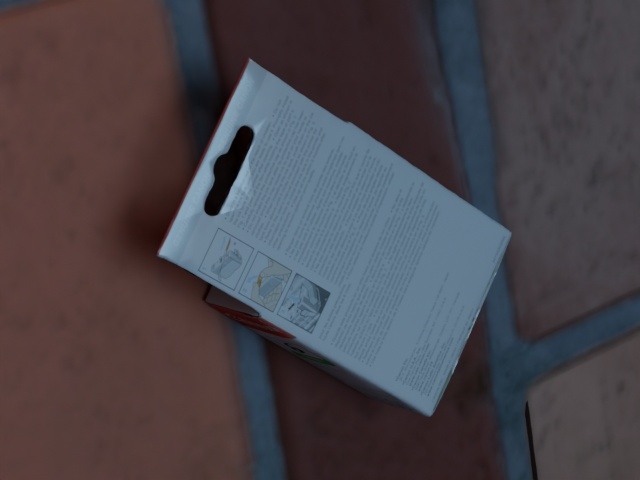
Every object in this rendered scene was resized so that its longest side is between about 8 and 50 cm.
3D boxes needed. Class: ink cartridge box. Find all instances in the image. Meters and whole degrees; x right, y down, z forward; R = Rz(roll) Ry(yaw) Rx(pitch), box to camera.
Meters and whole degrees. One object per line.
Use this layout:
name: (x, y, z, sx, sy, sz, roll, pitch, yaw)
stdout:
ink cartridge box: (0.000, 0.000, 0.533, 0.115, 0.029, 0.062, 32, 78, -37)
